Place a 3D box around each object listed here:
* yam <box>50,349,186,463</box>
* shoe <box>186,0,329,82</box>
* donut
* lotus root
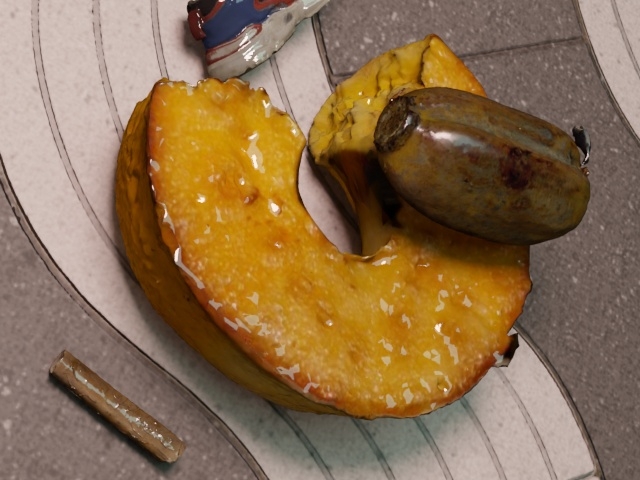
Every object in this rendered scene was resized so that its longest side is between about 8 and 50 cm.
[{"bbox_3d":[-0.186,0.154,1.306,0.145,0.032,0.032,41,58,-14],"label":"yam"},{"bbox_3d":[-0.066,-0.266,1.475,0.125,0.099,0.227,46,60,-15],"label":"shoe"},{"bbox_3d":[0.000,0.000,1.398,0.435,0.163,0.378,-6,79,-35],"label":"donut"},{"bbox_3d":[0.153,-0.069,1.348,0.241,0.123,0.124,17,40,-27],"label":"lotus root"}]
